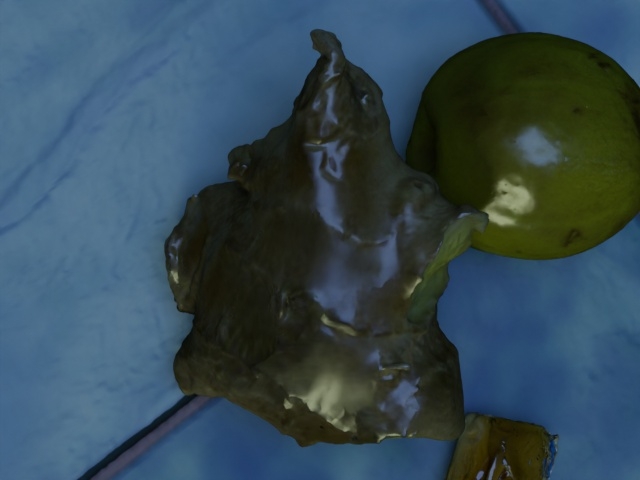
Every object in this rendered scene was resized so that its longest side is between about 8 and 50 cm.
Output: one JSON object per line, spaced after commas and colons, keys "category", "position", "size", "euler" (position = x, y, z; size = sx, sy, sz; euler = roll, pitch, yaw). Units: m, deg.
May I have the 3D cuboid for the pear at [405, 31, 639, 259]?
{"category": "pear", "position": [0.139, -0.061, 1.293], "size": [0.162, 0.149, 0.148], "euler": [-1, 89, -7]}

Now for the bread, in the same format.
{"category": "bread", "position": [0.117, 0.171, 1.329], "size": [0.072, 0.053, 0.106], "euler": [16, 80, -14]}

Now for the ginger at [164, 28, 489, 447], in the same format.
{"category": "ginger", "position": [0.000, 0.000, 1.255], "size": [0.219, 0.123, 0.270], "euler": [3, 99, 21]}
